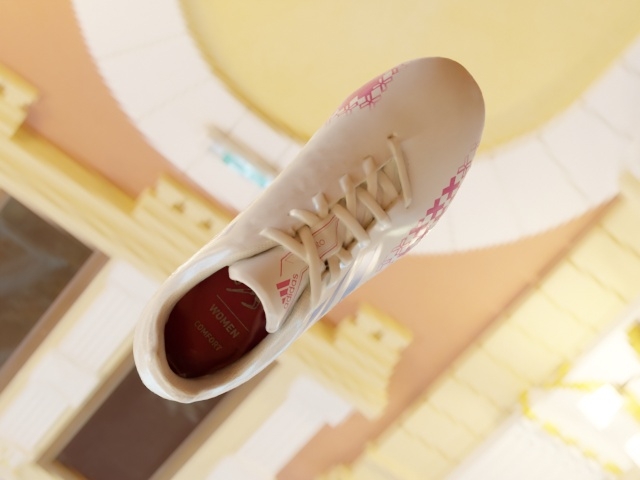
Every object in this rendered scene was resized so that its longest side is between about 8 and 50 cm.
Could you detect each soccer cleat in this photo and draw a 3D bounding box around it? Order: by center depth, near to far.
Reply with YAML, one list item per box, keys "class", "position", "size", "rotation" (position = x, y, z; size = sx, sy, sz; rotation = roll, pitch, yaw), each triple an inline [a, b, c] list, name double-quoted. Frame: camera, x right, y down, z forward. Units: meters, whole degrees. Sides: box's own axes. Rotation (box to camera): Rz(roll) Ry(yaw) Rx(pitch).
- class: "soccer cleat"
  position: [0.000, 0.000, 1.196]
  size: [0.116, 0.331, 0.143]
  rotation: [45, -179, -6]
